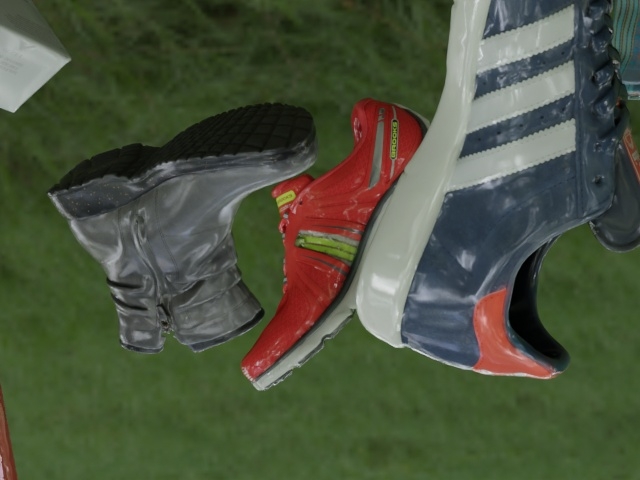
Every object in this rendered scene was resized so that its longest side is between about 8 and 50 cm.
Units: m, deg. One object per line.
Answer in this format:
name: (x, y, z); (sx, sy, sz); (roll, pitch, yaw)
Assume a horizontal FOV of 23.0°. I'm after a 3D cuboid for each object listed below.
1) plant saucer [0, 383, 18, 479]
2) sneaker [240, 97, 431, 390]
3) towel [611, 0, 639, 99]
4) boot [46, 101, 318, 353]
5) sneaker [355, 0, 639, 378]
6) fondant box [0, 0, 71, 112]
plant saucer: (-0.470, 0.210, 1.693); (0.258, 0.259, 0.048); (-7, -161, -3)
sneaker: (0.000, 0.000, 1.372); (0.118, 0.279, 0.107); (33, 171, -1)
towel: (0.419, -0.339, 1.715); (0.040, 0.370, 0.271); (4, -179, -31)
boot: (-0.106, -0.005, 1.620); (0.338, 0.223, 0.118); (-11, -156, 37)
sneaker: (0.146, -0.079, 0.919); (0.148, 0.350, 0.131); (23, -160, 17)
fondant box: (-0.431, -0.303, 1.634); (0.096, 0.330, 0.238); (-40, 159, 12)
